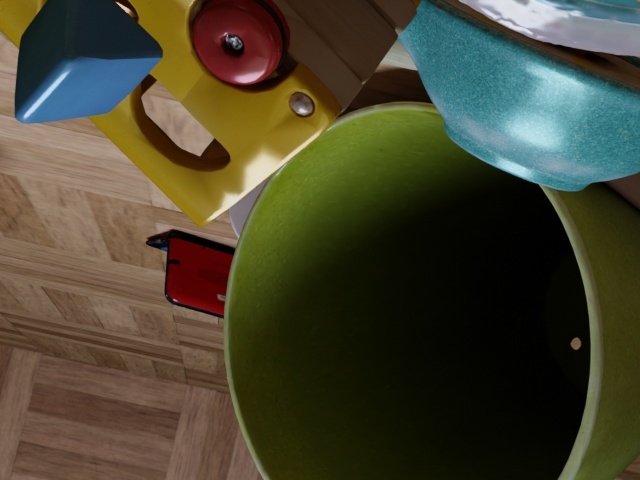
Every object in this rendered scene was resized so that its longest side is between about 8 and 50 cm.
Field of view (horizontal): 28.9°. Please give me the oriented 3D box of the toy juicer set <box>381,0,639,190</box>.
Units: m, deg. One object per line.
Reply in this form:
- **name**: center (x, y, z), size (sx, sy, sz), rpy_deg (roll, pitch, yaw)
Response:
- **toy juicer set**: center (0.113, -0.078, 0.547), size (0.329, 0.089, 0.209), rpy_deg (29, -160, 22)

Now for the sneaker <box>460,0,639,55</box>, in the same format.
- **sneaker**: center (0.146, -0.108, 0.370), size (0.302, 0.108, 0.121), rpy_deg (24, 152, 1)

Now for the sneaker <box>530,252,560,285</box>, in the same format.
- **sneaker**: center (0.096, 0.096, 1.026), size (0.107, 0.110, 0.275), rpy_deg (37, 114, -20)

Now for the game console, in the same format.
- **game console**: center (-0.109, 0.048, 1.312), size (0.144, 0.124, 0.085), rpy_deg (17, 139, -23)

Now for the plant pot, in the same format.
- **plant pot**: center (0.135, 0.060, 0.825), size (0.275, 0.274, 0.294), rpy_deg (0, 179, 41)

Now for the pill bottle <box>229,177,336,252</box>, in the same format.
- **pill bottle**: center (0.000, 0.000, 0.949), size (0.108, 0.108, 0.193), rpy_deg (7, 166, 19)

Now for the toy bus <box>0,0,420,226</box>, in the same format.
- **toy bus**: center (-0.068, -0.101, 0.402), size (0.191, 0.202, 0.104), rpy_deg (9, 147, -41)

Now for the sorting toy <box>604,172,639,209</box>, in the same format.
- **sorting toy**: center (0.266, -0.048, 0.688), size (0.208, 0.038, 0.193), rpy_deg (-5, 159, 38)
